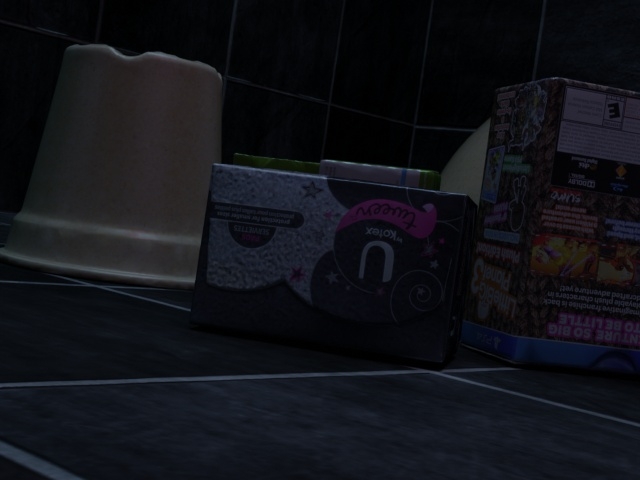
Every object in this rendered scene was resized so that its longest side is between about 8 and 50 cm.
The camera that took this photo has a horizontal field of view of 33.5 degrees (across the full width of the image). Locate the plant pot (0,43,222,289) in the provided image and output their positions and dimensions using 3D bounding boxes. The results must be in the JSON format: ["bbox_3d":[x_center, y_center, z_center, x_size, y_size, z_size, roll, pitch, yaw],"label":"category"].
[{"bbox_3d":[-0.266,-0.105,1.494,0.334,0.305,0.334,8,2,0],"label":"plant pot"}]

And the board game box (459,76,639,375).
[{"bbox_3d":[0.299,-0.009,1.144,0.232,0.291,0.141,8,1,-15],"label":"board game box"}]

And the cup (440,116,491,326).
[{"bbox_3d":[0.257,-0.007,1.349,0.237,0.331,0.331,-24,22,-37],"label":"cup"}]

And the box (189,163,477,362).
[{"bbox_3d":[0.017,0.019,1.037,0.247,0.163,0.142,8,0,11],"label":"box"}]

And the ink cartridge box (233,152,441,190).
[{"bbox_3d":[0.000,0.000,1.235,0.255,0.188,0.097,7,3,11],"label":"ink cartridge box"}]
